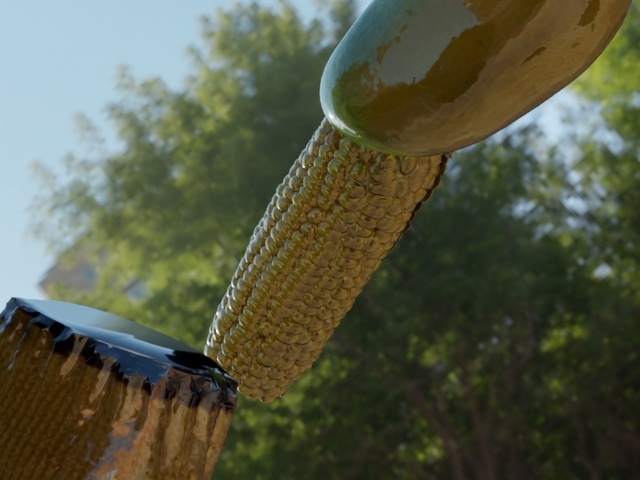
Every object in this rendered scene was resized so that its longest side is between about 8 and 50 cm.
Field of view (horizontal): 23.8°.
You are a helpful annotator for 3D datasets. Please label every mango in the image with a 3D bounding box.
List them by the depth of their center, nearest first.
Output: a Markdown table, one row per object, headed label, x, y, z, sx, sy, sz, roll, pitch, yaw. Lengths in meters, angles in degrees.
| label | x | y | z | sx | sy | sz | roll | pitch | yaw |
| --- | --- | --- | --- | --- | --- | --- | --- | --- | --- |
| mango | 0.105 | -0.151 | 1.055 | 0.251 | 0.156 | 0.114 | -39 | -21 | 13 |

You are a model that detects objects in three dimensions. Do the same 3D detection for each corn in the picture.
| label | x | y | z | sx | sy | sz | roll | pitch | yaw |
| --- | --- | --- | --- | --- | --- | --- | --- | --- | --- |
| corn | 0.000 | 0.000 | 1.238 | 0.317 | 0.115 | 0.115 | -58 | -20 | 21 |

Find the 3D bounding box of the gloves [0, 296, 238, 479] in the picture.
| label | x | y | z | sx | sy | sz | roll | pitch | yaw |
| --- | --- | --- | --- | --- | --- | --- | --- | --- | --- |
| gloves | -0.161 | 0.203 | 0.769 | 0.356 | 0.203 | 0.155 | -62 | -24 | -15 |
